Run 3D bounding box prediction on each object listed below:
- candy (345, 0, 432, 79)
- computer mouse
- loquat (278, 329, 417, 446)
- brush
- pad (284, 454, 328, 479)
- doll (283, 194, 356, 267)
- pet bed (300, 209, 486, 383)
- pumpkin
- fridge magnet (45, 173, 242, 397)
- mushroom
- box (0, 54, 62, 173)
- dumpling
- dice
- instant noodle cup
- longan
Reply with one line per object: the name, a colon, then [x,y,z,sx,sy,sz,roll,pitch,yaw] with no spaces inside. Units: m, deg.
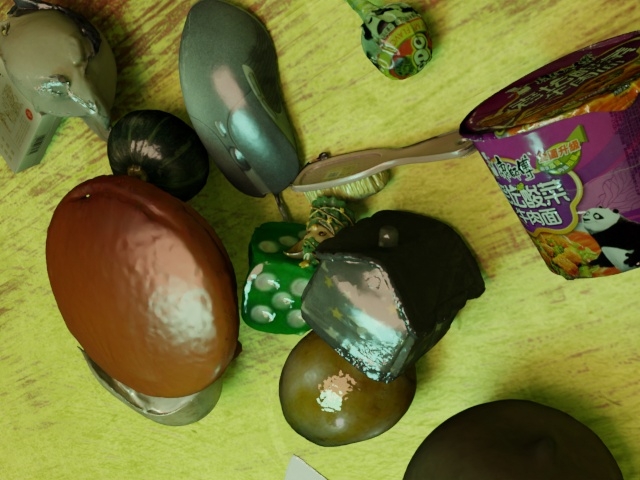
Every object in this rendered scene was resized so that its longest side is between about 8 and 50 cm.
candy: [0.029,-0.319,1.206,0.305,0.083,0.091,47,148,22]
computer mouse: [-0.117,-0.166,1.366,0.167,0.090,0.379,-14,102,42]
loquat: [0.034,0.207,1.357,0.227,0.179,0.179,-29,91,33]
brush: [0.093,-0.094,1.257,0.313,0.072,0.067,-10,129,39]
pad: [-0.016,0.496,1.637,0.156,0.004,0.232,32,126,22]
doll: [0.005,0.004,1.292,0.078,0.113,0.076,4,151,32]
pet bed: [0.098,0.051,1.212,0.183,0.211,0.159,40,125,18]
pumpkin: [-0.252,-0.127,1.459,0.167,0.125,0.167,12,118,23]
fridge magnet: [-0.269,0.070,1.414,0.363,0.155,0.363,14,119,27]
mushroom: [-0.272,0.210,1.610,0.254,0.195,0.189,33,160,15]
box: [-0.537,-0.228,1.662,0.141,0.058,0.201,53,140,6]
dumpling: [-0.400,-0.281,1.504,0.293,0.204,0.163,43,101,34]
dice: [-0.051,0.054,1.359,0.120,0.128,0.131,7,118,-5]
instant noodle cup: [0.299,-0.087,0.991,0.251,0.251,0.190,-14,110,41]
longan: [0.241,0.341,1.177,0.297,0.297,0.297,16,119,32]
